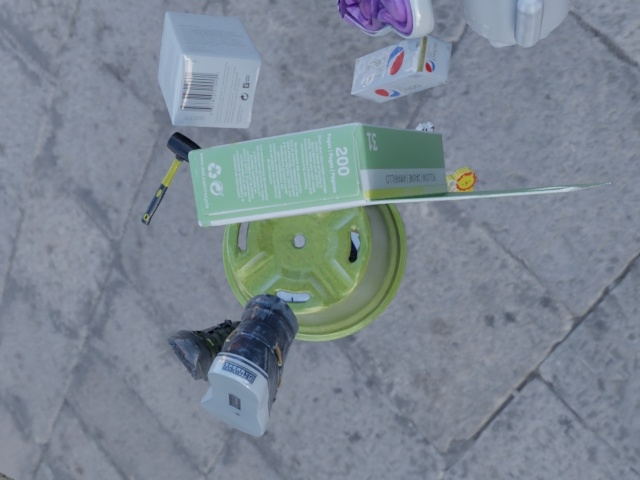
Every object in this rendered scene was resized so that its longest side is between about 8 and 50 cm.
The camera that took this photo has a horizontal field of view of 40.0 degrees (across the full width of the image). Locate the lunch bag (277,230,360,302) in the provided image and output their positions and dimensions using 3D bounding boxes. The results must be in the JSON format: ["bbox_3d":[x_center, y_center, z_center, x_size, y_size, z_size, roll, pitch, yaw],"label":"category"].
[{"bbox_3d":[0.000,0.000,1.827,0.115,0.243,0.303,90,-179,-75],"label":"lunch bag"}]

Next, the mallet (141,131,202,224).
[{"bbox_3d":[-0.290,-0.115,1.621,0.062,0.039,0.189,43,111,7],"label":"mallet"}]

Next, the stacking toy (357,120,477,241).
[{"bbox_3d":[0.137,-0.103,1.515,0.052,0.221,0.167,61,-178,-43],"label":"stacking toy"}]

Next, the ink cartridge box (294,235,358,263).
[{"bbox_3d":[0.012,0.028,1.415,0.185,0.065,0.311,63,172,8],"label":"ink cartridge box"}]

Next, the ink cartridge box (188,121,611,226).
[{"bbox_3d":[0.058,-0.048,0.580,0.235,0.171,0.056,-6,92,25],"label":"ink cartridge box"}]

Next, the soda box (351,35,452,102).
[{"bbox_3d":[0.143,-0.308,1.589,0.216,0.069,0.074,-3,77,60],"label":"soda box"}]

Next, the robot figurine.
[{"bbox_3d":[0.328,-0.473,1.484,0.200,0.353,0.300,-13,64,7],"label":"robot figurine"}]

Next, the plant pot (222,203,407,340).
[{"bbox_3d":[-0.018,0.008,1.189,0.276,0.254,0.276,0,88,4],"label":"plant pot"}]

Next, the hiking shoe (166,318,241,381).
[{"bbox_3d":[-0.167,0.160,1.393,0.086,0.114,0.227,52,174,9],"label":"hiking shoe"}]

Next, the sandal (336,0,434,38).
[{"bbox_3d":[0.077,-0.424,1.510,0.416,0.102,0.169,-137,31,-70],"label":"sandal"}]

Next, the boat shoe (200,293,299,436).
[{"bbox_3d":[-0.057,0.114,0.777,0.065,0.083,0.183,27,154,4],"label":"boat shoe"}]

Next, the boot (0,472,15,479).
[{"bbox_3d":[-0.295,0.208,0.521,0.248,0.207,0.090,4,129,41],"label":"boot"}]

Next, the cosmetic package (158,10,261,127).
[{"bbox_3d":[-0.215,-0.324,1.668,0.183,0.151,0.151,-115,32,-47],"label":"cosmetic package"}]
